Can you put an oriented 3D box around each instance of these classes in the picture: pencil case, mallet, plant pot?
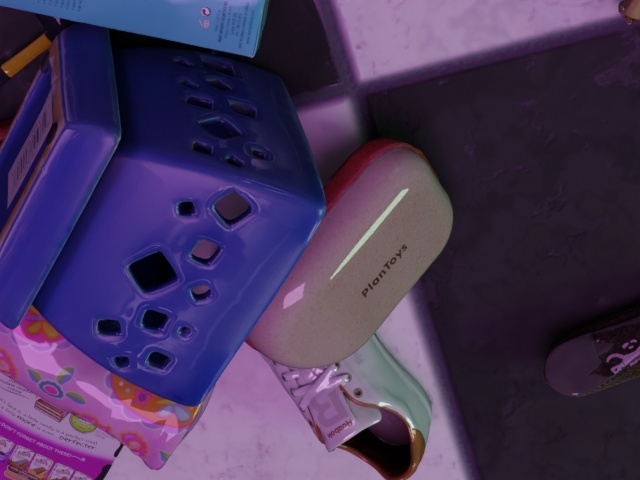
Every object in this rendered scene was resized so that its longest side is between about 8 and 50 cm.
[{"bbox_3d":[-0.233,0.091,1.193,0.284,0.124,0.124,33,116,-9],"label":"pencil case"},{"bbox_3d":[-0.273,-0.151,1.183,0.062,0.039,0.189,41,119,-20],"label":"mallet"},{"bbox_3d":[-0.156,-0.036,1.097,0.212,0.236,0.236,21,118,-25],"label":"plant pot"}]

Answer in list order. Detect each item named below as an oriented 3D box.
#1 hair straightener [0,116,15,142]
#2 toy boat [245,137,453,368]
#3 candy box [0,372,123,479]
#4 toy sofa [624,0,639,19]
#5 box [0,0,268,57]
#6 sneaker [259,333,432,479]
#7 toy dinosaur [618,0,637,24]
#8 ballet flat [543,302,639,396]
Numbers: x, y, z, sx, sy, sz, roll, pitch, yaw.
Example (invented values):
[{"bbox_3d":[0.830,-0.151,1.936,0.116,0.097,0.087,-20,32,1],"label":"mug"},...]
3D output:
[{"bbox_3d":[-0.314,-0.062,1.222,0.230,0.047,0.089,-15,118,6],"label":"hair straightener"},{"bbox_3d":[0.000,0.000,1.191,0.231,0.151,0.151,-49,142,-8],"label":"toy boat"},{"bbox_3d":[-0.266,0.161,1.332,0.159,0.071,0.233,28,118,-10],"label":"candy box"},{"bbox_3d":[0.126,-0.328,1.007,0.362,0.177,0.150,17,144,-6],"label":"toy sofa"},{"bbox_3d":[-0.164,-0.221,1.094,0.244,0.100,0.060,11,120,-2],"label":"box"},{"bbox_3d":[0.007,0.122,1.264,0.106,0.123,0.290,-39,109,24],"label":"sneaker"},{"bbox_3d":[0.359,-0.214,1.097,0.211,0.064,0.112,6,146,4],"label":"toy dinosaur"},{"bbox_3d":[0.336,0.090,1.265,0.250,0.058,0.084,-24,80,10],"label":"ballet flat"}]
